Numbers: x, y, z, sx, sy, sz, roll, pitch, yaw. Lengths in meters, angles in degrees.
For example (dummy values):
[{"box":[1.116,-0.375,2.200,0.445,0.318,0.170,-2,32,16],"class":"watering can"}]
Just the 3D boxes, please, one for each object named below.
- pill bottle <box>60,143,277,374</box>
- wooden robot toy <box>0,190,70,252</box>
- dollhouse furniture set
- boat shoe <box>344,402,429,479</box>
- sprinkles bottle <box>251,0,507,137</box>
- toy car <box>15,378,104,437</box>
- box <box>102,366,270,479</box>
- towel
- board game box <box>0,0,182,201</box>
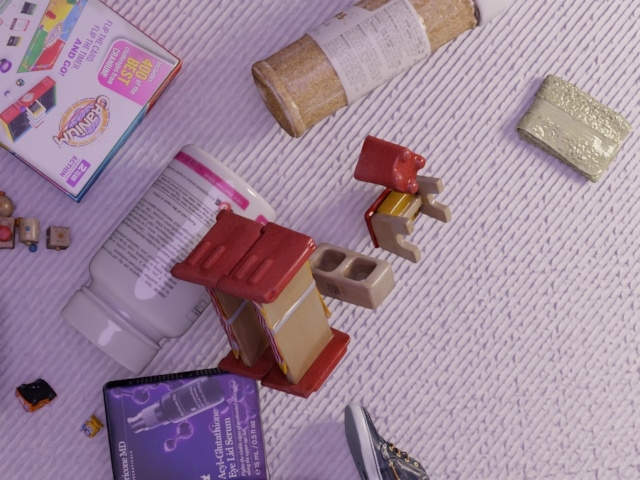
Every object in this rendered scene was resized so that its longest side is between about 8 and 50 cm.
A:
[{"box":[-0.203,0.027,1.748,0.160,0.160,0.283,39,84,-4],"class":"pill bottle"},{"box":[-0.423,-0.030,1.771,0.173,0.076,0.079,2,77,-7],"class":"wooden robot toy"},{"box":[0.000,0.000,1.719,0.152,0.201,0.374,16,52,33],"class":"dollhouse furniture set"},{"box":[0.094,0.304,1.831,0.083,0.065,0.183,-18,93,-16],"class":"boat shoe"},{"box":[0.082,-0.279,1.812,0.355,0.121,0.121,-32,92,-7],"class":"sprinkles bottle"},{"box":[-0.358,0.237,1.777,0.122,0.060,0.040,38,116,2],"class":"toy car"},{"box":[-0.181,0.255,1.770,0.207,0.108,0.153,-8,90,-8],"class":"box"},{"box":[0.364,-0.163,1.891,0.148,0.027,0.110,32,84,-5],"class":"towel"},{"box":[-0.384,-0.239,1.782,0.316,0.064,0.242,37,84,-5],"class":"board game box"}]
